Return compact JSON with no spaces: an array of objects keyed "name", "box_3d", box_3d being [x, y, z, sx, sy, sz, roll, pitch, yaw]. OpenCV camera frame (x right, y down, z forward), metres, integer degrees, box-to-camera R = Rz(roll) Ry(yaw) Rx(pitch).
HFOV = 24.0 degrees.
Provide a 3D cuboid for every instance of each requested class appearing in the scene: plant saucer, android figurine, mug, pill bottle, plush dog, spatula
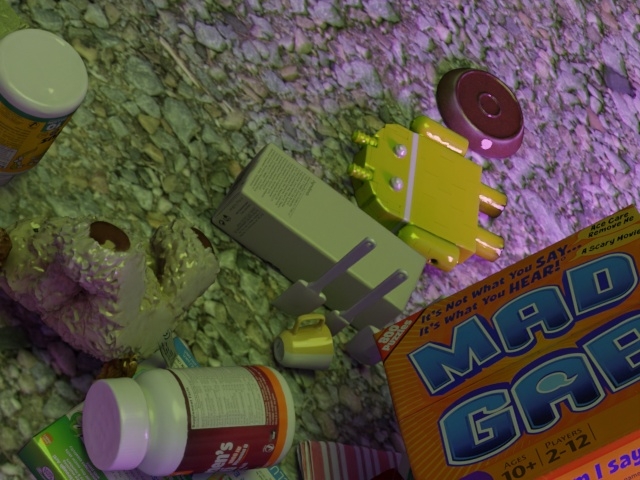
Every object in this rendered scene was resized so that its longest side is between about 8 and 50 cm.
[{"name":"plant saucer","box_3d":[0.260,-0.208,2.384,0.168,0.029,0.168,17,55,-26]},{"name":"android figurine","box_3d":[0.154,-0.073,2.210,0.273,0.056,0.248,27,51,-21]},{"name":"mug","box_3d":[-0.025,0.131,1.949,0.064,0.062,0.078,-1,94,-26]},{"name":"pill bottle","box_3d":[-0.366,-0.149,1.789,0.117,0.208,0.118,17,54,-25]},{"name":"pill bottle","box_3d":[-0.149,0.204,1.707,0.221,0.121,0.121,1,62,-34]},{"name":"plush dog","box_3d":[-0.281,0.047,1.755,0.225,0.211,0.262,28,13,27]},{"name":"spatula","box_3d":[0.058,0.081,1.916,0.168,0.242,0.019,37,53,-10]}]

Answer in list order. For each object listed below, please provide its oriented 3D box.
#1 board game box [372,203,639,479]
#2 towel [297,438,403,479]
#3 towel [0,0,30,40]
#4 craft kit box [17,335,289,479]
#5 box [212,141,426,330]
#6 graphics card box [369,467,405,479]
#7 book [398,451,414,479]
[{"name":"board game box","box_3d":[0.320,0.251,1.754,0.356,0.356,0.356,58,9,-31]},{"name":"towel","box_3d":[0.060,0.332,1.909,0.197,0.029,0.144,14,56,-31]},{"name":"towel","box_3d":[-0.458,-0.298,1.944,0.148,0.027,0.110,45,48,-4]},{"name":"craft kit box","box_3d":[-0.183,0.274,1.758,0.250,0.061,0.246,52,44,4]},{"name":"box","box_3d":[0.000,0.000,2.028,0.275,0.094,0.113,38,48,-10]},{"name":"graphics card box","box_3d":[0.152,0.458,1.748,0.371,0.094,0.233,55,9,-2]},{"name":"book","box_3d":[0.148,0.348,1.927,0.144,0.035,0.096,46,33,-20]}]
